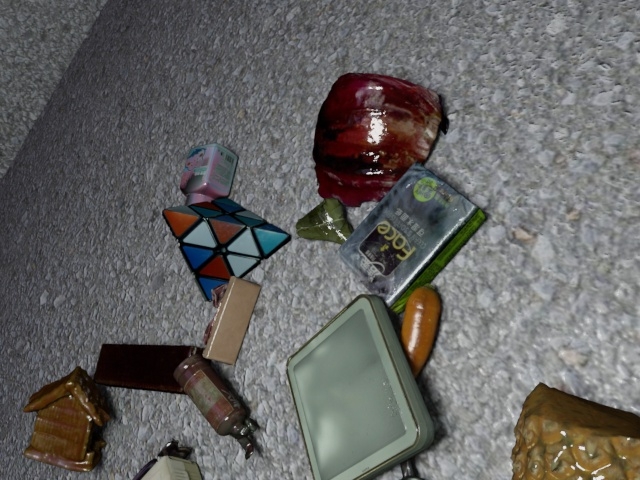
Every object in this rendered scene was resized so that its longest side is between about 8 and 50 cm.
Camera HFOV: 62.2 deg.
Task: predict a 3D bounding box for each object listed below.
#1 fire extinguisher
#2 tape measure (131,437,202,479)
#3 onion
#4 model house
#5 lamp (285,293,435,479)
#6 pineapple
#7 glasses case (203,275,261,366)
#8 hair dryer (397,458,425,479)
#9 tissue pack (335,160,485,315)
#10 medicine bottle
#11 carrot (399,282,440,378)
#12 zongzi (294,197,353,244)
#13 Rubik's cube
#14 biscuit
[{"bbox_3d":[-0.209,0.342,1.066,0.252,0.106,0.075,43,107,26],"label":"fire extinguisher"},{"bbox_3d":[-0.324,0.584,1.058,0.231,0.133,0.271,-42,47,7],"label":"tape measure"},{"bbox_3d":[0.077,-0.214,1.081,0.314,0.146,0.280,18,86,39],"label":"onion"},{"bbox_3d":[-0.622,0.429,1.332,0.199,0.220,0.229,-147,71,-86],"label":"model house"},{"bbox_3d":[0.049,0.263,0.904,0.269,0.047,0.266,-46,49,34],"label":"lamp"},{"bbox_3d":[0.298,0.367,0.607,0.202,0.202,0.361,11,88,42],"label":"pineapple"},{"bbox_3d":[-0.217,0.171,1.175,0.070,0.102,0.193,6,74,48],"label":"glasses case"},{"bbox_3d":[0.103,0.508,0.785,0.320,0.155,0.284,-26,34,13],"label":"hair dryer"},{"bbox_3d":[0.158,-0.008,0.963,0.235,0.073,0.173,-49,49,10],"label":"tissue pack"},{"bbox_3d":[-0.301,-0.151,1.395,0.119,0.094,0.188,-2,69,38],"label":"medicine bottle"},{"bbox_3d":[0.144,0.201,0.893,0.066,0.062,0.271,18,85,10],"label":"carrot"},{"bbox_3d":[0.000,0.000,1.116,0.154,0.062,0.130,-36,73,34],"label":"zongzi"},{"bbox_3d":[-0.254,0.030,1.291,0.250,0.284,0.234,-126,48,-66],"label":"Rubik's cube"},{"bbox_3d":[-0.422,0.312,1.299,0.388,0.073,0.107,-8,65,38],"label":"biscuit"}]
